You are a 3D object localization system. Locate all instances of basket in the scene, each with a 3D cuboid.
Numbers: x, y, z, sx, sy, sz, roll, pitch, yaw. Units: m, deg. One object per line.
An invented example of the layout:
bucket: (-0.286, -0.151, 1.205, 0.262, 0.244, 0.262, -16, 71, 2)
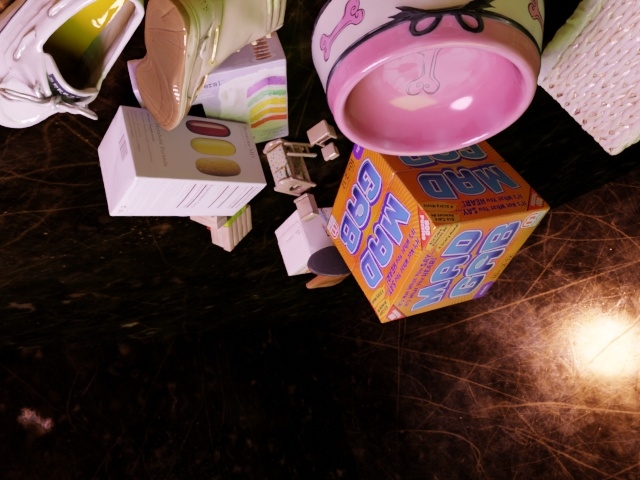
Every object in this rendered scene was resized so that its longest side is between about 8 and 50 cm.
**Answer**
basket: (0.666, -0.387, 0.974, 0.328, 0.266, 0.331, -28, 166, -15)

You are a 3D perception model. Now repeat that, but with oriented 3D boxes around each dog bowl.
dog bowl: (0.188, -0.291, 0.887, 0.408, 0.150, 0.408, -2, 161, -1)

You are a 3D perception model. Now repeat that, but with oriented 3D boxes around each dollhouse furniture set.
dollhouse furniture set: (-0.028, -0.163, 1.162, 0.161, 0.182, 0.101, -29, 159, 31)

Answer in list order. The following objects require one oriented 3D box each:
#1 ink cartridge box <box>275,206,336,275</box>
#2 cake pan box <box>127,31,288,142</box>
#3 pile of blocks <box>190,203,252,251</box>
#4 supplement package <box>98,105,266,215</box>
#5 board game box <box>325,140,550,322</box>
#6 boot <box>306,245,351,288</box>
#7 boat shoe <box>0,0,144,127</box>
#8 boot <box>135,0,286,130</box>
ink cartridge box: (0.000, 0.000, 1.691, 0.233, 0.168, 0.171, -7, 159, -34)
cake pan box: (-0.194, -0.252, 0.927, 0.267, 0.070, 0.245, -15, 160, -9)
pile of blocks: (-0.277, -0.111, 1.242, 0.113, 0.149, 0.362, 21, 161, 19)
supplement package: (-0.244, -0.132, 0.901, 0.244, 0.139, 0.134, -3, 158, -41)
board game box: (0.281, -0.059, 1.342, 0.357, 0.356, 0.356, -10, 141, -27)
boot: (0.022, 0.092, 1.621, 0.264, 0.096, 0.280, -17, 169, -34)
boat shoe: (-0.351, -0.230, 0.684, 0.367, 0.156, 0.136, -29, 159, 29)
boot: (-0.159, -0.279, 0.733, 0.203, 0.095, 0.262, -42, 178, -31)
